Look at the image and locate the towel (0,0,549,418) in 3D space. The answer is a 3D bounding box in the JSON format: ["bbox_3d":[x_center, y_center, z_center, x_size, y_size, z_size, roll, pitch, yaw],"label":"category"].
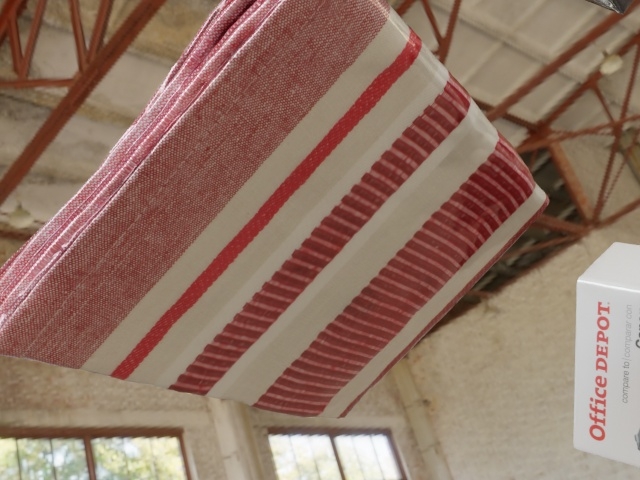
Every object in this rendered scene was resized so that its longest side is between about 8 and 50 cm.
[{"bbox_3d":[0.000,0.000,0.497,0.237,0.037,0.329,-47,-34,10],"label":"towel"}]

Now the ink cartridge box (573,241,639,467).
[{"bbox_3d":[0.387,0.126,0.806,0.273,0.197,0.114,10,24,37],"label":"ink cartridge box"}]

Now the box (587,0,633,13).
[{"bbox_3d":[0.283,-0.402,1.014,0.142,0.247,0.163,-53,-43,5],"label":"box"}]
